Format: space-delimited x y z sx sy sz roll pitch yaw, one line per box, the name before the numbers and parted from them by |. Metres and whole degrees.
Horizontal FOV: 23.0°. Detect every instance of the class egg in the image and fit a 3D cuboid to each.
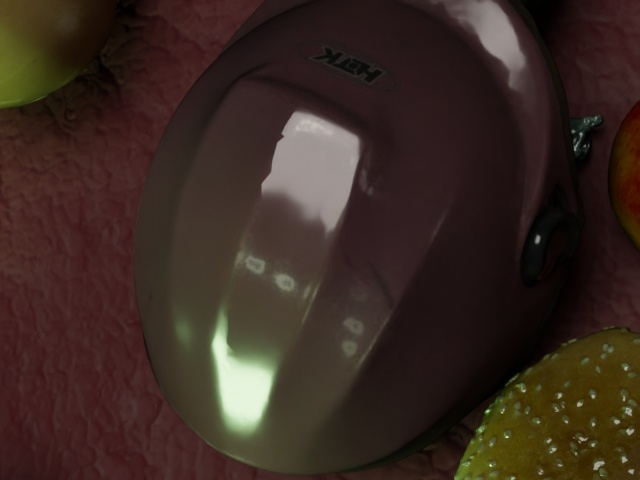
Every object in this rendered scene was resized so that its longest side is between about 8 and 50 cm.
egg | -0.258 -0.198 1.191 0.201 0.244 0.201 1 101 3

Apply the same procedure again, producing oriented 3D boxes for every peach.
peach | 0.242 -0.048 0.975 0.151 0.118 0.151 -16 54 23

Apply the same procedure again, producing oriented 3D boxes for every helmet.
helmet | 0.000 0.000 0.963 0.271 0.197 0.338 29 127 24

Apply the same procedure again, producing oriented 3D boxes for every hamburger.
hamburger | 0.186 0.147 0.943 0.215 0.122 0.189 -40 61 7

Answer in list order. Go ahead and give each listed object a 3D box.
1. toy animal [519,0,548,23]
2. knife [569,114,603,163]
toy animal | 0.115 -0.268 1.060 0.191 0.216 0.338 22 87 1
knife | 0.056 -0.065 1.120 0.297 0.026 0.044 0 72 27
